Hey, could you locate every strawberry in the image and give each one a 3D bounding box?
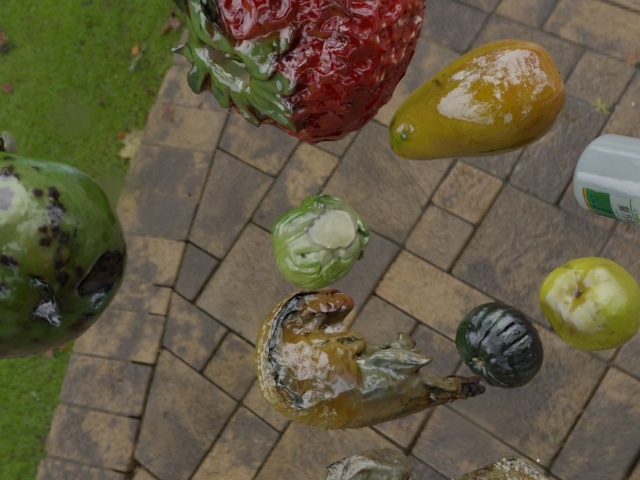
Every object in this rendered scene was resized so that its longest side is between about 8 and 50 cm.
[{"bbox_3d":[0.001,-0.239,0.666,0.257,0.257,0.277,34,70,24],"label":"strawberry"}]

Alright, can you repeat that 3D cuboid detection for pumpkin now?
[{"bbox_3d":[0.432,0.253,1.665,0.162,0.220,0.220,-35,64,-18],"label":"pumpkin"}]

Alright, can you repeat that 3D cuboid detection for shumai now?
[{"bbox_3d":[0.122,0.527,1.396,0.184,0.218,0.185,-27,64,-1],"label":"shumai"}]

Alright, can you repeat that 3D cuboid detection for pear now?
[{"bbox_3d":[0.553,0.130,1.398,0.200,0.200,0.199,-5,72,16],"label":"pear"}]

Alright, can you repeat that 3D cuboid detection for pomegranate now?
[{"bbox_3d":[-0.179,-0.006,0.393,0.122,0.122,0.161,-35,62,4],"label":"pomegranate"}]

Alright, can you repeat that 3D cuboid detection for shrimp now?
[{"bbox_3d":[0.065,0.101,0.603,0.066,0.262,0.117,-4,84,53],"label":"shrimp"}]

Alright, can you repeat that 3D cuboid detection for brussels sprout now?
[{"bbox_3d":[0.000,0.000,1.568,0.244,0.244,0.243,-5,72,16],"label":"brussels sprout"}]

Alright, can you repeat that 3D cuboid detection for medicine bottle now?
[{"bbox_3d":[0.308,-0.050,0.633,0.080,0.080,0.130,-54,34,-4],"label":"medicine bottle"}]

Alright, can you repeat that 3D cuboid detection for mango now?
[{"bbox_3d":[0.249,-0.215,1.125,0.317,0.211,0.172,-14,101,48],"label":"mango"}]

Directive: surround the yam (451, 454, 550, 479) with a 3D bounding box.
[{"bbox_3d":[0.161,0.353,0.764,0.129,0.128,0.238,27,123,-6],"label":"yam"}]
